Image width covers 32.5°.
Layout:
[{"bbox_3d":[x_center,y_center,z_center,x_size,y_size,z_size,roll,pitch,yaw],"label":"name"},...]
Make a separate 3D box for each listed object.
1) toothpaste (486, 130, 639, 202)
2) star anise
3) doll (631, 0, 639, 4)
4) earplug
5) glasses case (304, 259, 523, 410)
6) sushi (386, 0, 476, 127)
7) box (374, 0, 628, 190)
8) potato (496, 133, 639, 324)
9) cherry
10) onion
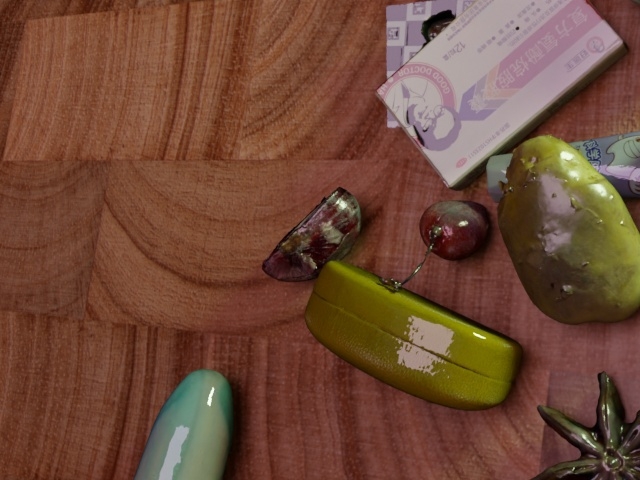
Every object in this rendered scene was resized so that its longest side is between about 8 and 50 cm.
[{"bbox_3d":[0.441,-0.111,1.662,0.371,0.080,0.125,-4,73,24],"label":"toothpaste"},{"bbox_3d":[0.417,0.320,1.554,0.288,0.088,0.288,-13,59,22],"label":"star anise"},{"bbox_3d":[0.524,-0.422,1.582,0.221,0.251,0.221,-7,56,10],"label":"doll"},{"bbox_3d":[-0.242,0.383,1.931,0.185,0.185,0.323,9,78,34],"label":"earplug"},{"bbox_3d":[0.127,0.154,1.730,0.371,0.173,0.141,24,94,34],"label":"glasses case"},{"bbox_3d":[0.210,-0.298,1.858,0.192,0.050,0.215,-2,86,23],"label":"sushi"},{"bbox_3d":[0.285,-0.272,1.764,0.353,0.069,0.214,-41,73,17],"label":"box"},{"bbox_3d":[0.359,-0.010,1.602,0.192,0.141,0.296,-25,87,33],"label":"potato"},{"bbox_3d":[0.177,0.001,1.738,0.226,0.090,0.107,-27,57,-23],"label":"cherry"},{"bbox_3d":[0.000,0.000,1.900,0.098,0.151,0.206,45,120,-2],"label":"onion"}]
